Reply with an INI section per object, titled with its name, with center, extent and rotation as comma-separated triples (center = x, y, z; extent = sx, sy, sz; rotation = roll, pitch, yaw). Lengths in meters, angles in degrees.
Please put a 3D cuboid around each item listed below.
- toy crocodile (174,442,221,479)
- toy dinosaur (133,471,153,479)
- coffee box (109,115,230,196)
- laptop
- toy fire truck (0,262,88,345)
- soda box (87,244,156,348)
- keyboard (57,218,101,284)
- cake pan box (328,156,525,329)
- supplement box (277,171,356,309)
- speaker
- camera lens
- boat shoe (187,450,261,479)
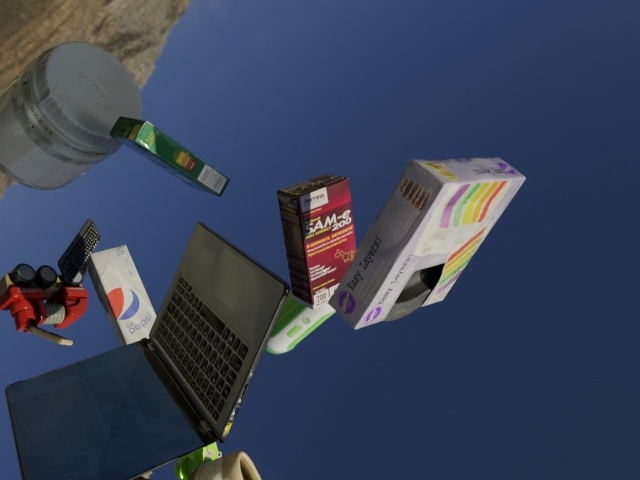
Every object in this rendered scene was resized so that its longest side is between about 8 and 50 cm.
[toy crocodile]
center = -0.274, 0.619, 1.496
extent = 0.115, 0.105, 0.340
rotation = -11, -99, 39
[toy dinosaur]
center = -0.446, 0.425, 1.315
extent = 0.160, 0.121, 0.313
rotation = -18, -112, -14
[coffee box]
center = -0.251, -0.140, 1.041
extent = 0.113, 0.184, 0.040
rotation = 20, -101, 50
[laptop]
center = -0.303, 0.168, 1.015
extent = 0.382, 0.236, 0.408
rotation = 28, -85, 54
[toy fire truck]
center = -0.700, 0.188, 1.612
extent = 0.158, 0.217, 0.246
rotation = -35, -114, 25
[soda box]
center = -0.466, 0.160, 1.488
extent = 0.091, 0.098, 0.286
rotation = -18, -108, -32
[keyboard]
center = -0.630, 0.038, 1.639
extent = 0.023, 0.108, 0.180
rotation = 6, -137, 10
[cake pan box]
center = 0.155, 0.002, 0.905
extent = 0.070, 0.246, 0.267
rotation = 46, -58, 29
[supplement box]
center = 0.000, 0.000, 1.220
extent = 0.130, 0.239, 0.073
rotation = -24, -152, -33
[speaker]
center = -0.049, 0.186, 1.639
extent = 0.296, 0.131, 0.131
rotation = -44, -142, 36
[camera lens]
center = -0.513, -0.238, 1.220
extent = 0.274, 0.219, 0.219
rotation = -22, -134, 36
[boat shoe]
center = -0.076, 0.445, 0.901
extent = 0.098, 0.302, 0.109
rotation = -29, -176, 13
